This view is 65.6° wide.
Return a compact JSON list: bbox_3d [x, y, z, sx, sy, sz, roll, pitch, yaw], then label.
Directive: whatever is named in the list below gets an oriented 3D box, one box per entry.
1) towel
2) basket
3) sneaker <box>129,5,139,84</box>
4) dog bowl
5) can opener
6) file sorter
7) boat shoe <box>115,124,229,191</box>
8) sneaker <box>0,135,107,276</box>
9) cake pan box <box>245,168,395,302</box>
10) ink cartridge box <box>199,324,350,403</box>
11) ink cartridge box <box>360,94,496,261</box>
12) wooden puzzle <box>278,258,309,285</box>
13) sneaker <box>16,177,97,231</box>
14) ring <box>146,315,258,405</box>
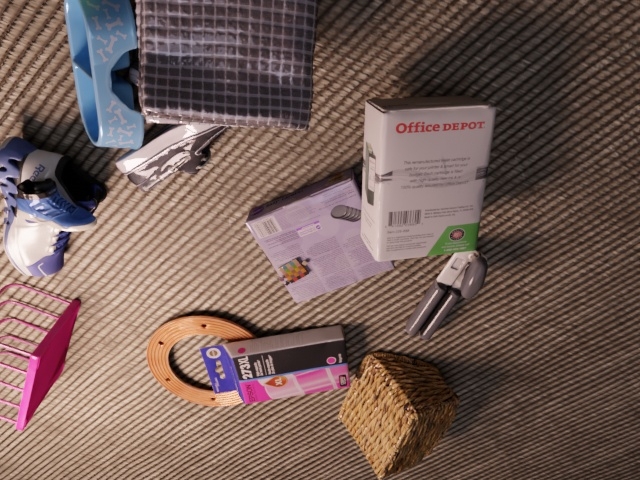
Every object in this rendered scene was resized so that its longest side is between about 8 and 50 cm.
[{"bbox_3d":[-0.149,-0.297,0.790,0.284,0.121,0.234,1,105,-12],"label":"towel"},{"bbox_3d":[0.218,0.454,1.362,0.214,0.223,0.299,-7,129,-32],"label":"basket"},{"bbox_3d":[-0.207,-0.339,0.876,0.269,0.101,0.153,4,120,-2],"label":"sneaker"},{"bbox_3d":[-0.379,-0.298,0.867,0.074,0.166,0.297,-18,131,-33],"label":"dog bowl"},{"bbox_3d":[0.291,0.137,1.155,0.076,0.095,0.283,21,121,-9],"label":"can opener"},{"bbox_3d":[-0.758,0.281,1.239,0.182,0.202,0.290,23,121,-10],"label":"file sorter"},{"bbox_3d":[-0.263,-0.181,0.977,0.301,0.108,0.102,-24,118,20],"label":"boat shoe"},{"bbox_3d":[-0.559,-0.054,1.059,0.182,0.127,0.315,9,121,0],"label":"sneaker"},{"bbox_3d":[0.000,0.000,1.101,0.267,0.070,0.245,-22,117,16],"label":"cake pan box"},{"bbox_3d":[-0.113,0.328,1.289,0.371,0.069,0.175,-8,122,0],"label":"ink cartridge box"},{"bbox_3d":[0.195,-0.121,0.946,0.211,0.121,0.289,-5,117,-10],"label":"ink cartridge box"},{"bbox_3d":[-0.060,0.068,1.105,0.083,0.006,0.049,-29,116,21],"label":"wooden puzzle"},{"bbox_3d":[-0.511,-0.073,0.961,0.152,0.058,0.084,14,122,0],"label":"sneaker"},{"bbox_3d":[-0.299,0.327,1.345,0.337,0.032,0.336,1,123,2],"label":"ring"}]
